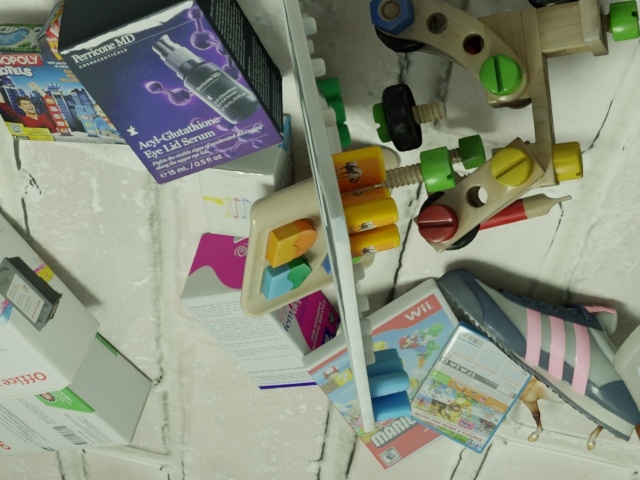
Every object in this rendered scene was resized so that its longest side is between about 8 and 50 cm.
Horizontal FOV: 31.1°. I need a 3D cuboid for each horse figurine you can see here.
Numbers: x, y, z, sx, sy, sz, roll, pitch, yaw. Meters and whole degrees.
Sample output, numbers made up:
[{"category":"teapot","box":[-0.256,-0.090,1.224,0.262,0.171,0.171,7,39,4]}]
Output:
[{"category":"horse figurine","box":[0.337,0.215,1.584,0.263,0.066,0.174,7,132,19]}]

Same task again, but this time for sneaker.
[{"category":"sneaker","box":[0.298,0.112,1.459,0.319,0.131,0.112,37,-176,-7]}]

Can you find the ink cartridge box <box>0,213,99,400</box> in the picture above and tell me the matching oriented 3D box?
[{"category":"ink cartridge box","box":[-0.498,0.080,1.623,0.226,0.131,0.306,-13,130,31]}]

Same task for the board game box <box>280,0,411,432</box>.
[{"category":"board game box","box":[0.016,-0.078,1.016,0.050,0.390,0.390,-11,150,0]}]

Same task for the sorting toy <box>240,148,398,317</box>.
[{"category":"sorting toy","box":[0.000,0.000,1.349,0.193,0.038,0.208,-23,149,-22]}]

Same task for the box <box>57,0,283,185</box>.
[{"category":"box","box":[-0.146,-0.178,1.169,0.153,0.108,0.207,-19,136,17]}]

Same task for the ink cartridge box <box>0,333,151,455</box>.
[{"category":"ink cartridge box","box":[-0.457,0.239,1.857,0.289,0.122,0.211,-10,137,31]}]

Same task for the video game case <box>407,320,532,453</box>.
[{"category":"video game case","box":[0.203,0.200,1.556,0.119,0.015,0.166,27,117,0]}]

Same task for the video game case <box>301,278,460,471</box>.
[{"category":"video game case","box":[0.120,0.193,1.582,0.204,0.025,0.285,-32,133,2]}]

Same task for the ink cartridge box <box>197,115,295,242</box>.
[{"category":"ink cartridge box","box":[-0.082,-0.070,1.334,0.089,0.092,0.143,7,145,9]}]

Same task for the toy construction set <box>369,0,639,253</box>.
[{"category":"toy construction set","box":[0.195,-0.114,1.090,0.237,0.257,0.309,-13,151,14]}]

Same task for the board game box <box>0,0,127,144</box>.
[{"category":"board game box","box":[-0.277,-0.192,1.265,0.194,0.060,0.194,4,142,14]}]

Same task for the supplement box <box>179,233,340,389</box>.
[{"category":"supplement box","box":[-0.076,0.093,1.535,0.114,0.111,0.220,-9,138,29]}]

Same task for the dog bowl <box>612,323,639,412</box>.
[{"category":"dog bowl","box":[0.484,0.108,1.216,0.348,0.102,0.349,-19,150,-12]}]
